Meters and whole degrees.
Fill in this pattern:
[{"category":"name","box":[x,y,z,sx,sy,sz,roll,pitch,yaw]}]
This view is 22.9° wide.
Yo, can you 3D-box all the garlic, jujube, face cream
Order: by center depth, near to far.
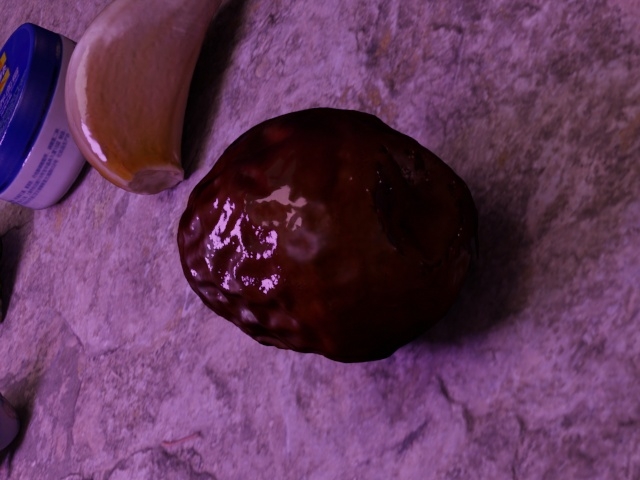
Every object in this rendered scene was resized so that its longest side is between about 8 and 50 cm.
[{"category":"jujube","box":[0.000,0.000,1.083,0.243,0.183,0.183,-17,56,60]},{"category":"garlic","box":[-0.166,-0.167,1.583,0.164,0.145,0.245,17,83,30]},{"category":"face cream","box":[-0.332,-0.141,1.847,0.206,0.111,0.206,-41,36,41]}]

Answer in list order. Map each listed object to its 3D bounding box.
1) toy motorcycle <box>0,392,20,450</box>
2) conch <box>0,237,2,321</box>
[{"category":"toy motorcycle","box":[-0.418,0.233,1.720,0.106,0.159,0.270,-91,19,-54]},{"category":"conch","box":[-0.446,0.038,1.918,0.187,0.124,0.181,102,158,-54]}]
